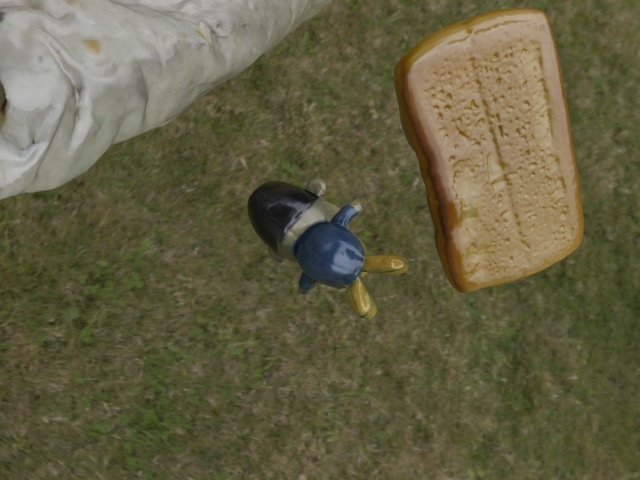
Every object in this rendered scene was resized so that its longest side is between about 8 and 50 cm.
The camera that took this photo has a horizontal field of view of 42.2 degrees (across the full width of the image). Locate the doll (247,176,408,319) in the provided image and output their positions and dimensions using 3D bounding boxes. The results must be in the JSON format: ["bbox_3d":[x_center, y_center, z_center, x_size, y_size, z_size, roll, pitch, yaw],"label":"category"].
[{"bbox_3d":[0.000,0.000,0.746,0.102,0.179,0.089,-56,149,11],"label":"doll"}]

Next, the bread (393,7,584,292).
[{"bbox_3d":[0.119,-0.064,0.591,0.116,0.077,0.200,-20,117,-2],"label":"bread"}]

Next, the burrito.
[{"bbox_3d":[-0.067,-0.142,0.451,0.117,0.076,0.392,37,45,4],"label":"burrito"}]
